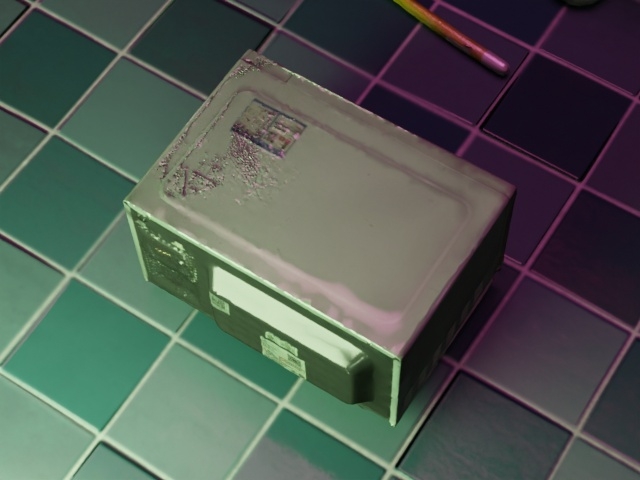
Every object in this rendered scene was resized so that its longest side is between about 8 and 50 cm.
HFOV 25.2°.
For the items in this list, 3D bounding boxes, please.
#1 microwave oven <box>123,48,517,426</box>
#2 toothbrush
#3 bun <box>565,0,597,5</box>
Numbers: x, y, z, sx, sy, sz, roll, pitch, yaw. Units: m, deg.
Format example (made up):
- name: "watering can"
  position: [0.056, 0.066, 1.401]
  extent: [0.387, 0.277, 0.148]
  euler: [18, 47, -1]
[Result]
- name: "microwave oven"
  position: [0.000, 0.000, 1.348]
  extent: [0.295, 0.181, 0.237]
  euler: [29, 66, 16]
- name: "toothbrush"
  position: [0.094, -0.264, 1.591]
  extent: [0.288, 0.021, 0.024]
  euler: [39, 78, 20]
- name: "bun"
  position: [0.294, -0.301, 1.599]
  extent: [0.083, 0.045, 0.083]
  euler: [2, 63, -4]
